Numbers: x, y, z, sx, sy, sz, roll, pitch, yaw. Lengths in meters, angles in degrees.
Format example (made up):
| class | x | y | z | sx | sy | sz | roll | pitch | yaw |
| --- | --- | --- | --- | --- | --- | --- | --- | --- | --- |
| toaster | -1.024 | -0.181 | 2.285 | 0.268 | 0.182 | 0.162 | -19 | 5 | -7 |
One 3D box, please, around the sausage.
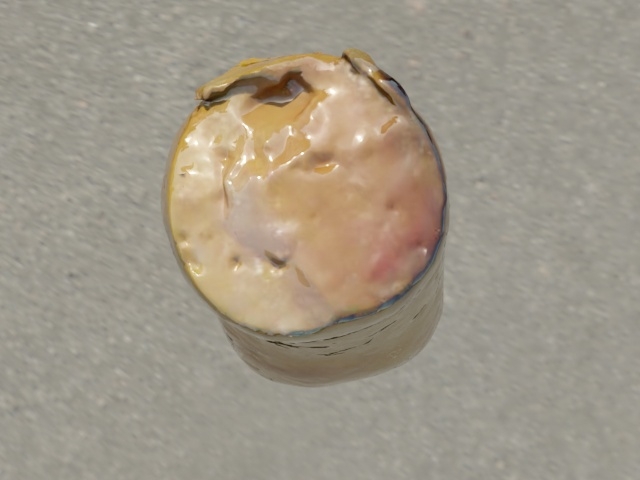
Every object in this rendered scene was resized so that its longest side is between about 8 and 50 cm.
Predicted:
| class | x | y | z | sx | sy | sz | roll | pitch | yaw |
| --- | --- | --- | --- | --- | --- | --- | --- | --- | --- |
| sausage | -0.002 | 0.000 | 0.704 | 0.108 | 0.270 | 0.109 | -1 | 79 | 3 |
